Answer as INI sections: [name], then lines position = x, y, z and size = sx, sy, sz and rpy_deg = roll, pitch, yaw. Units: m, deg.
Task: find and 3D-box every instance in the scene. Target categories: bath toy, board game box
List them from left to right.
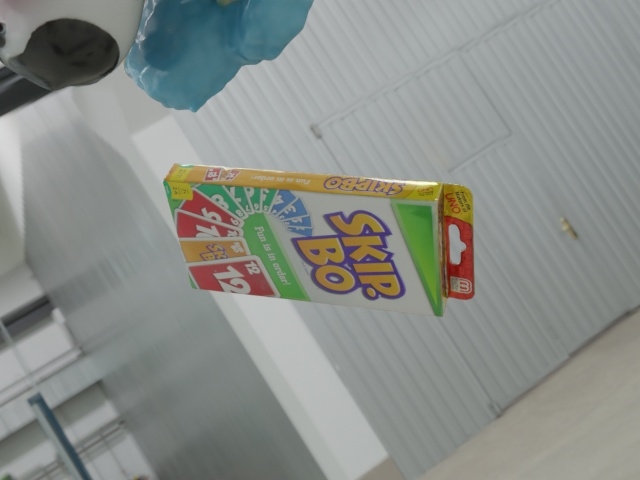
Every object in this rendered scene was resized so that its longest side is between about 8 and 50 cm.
[bath toy]
position = -0.168, -0.155, 0.423
size = 0.348, 0.129, 0.151
rpy_deg = 8, -76, -43
[board game box]
position = 0.000, 0.000, 0.785
size = 0.259, 0.124, 0.039
rpy_deg = 4, 40, 15
